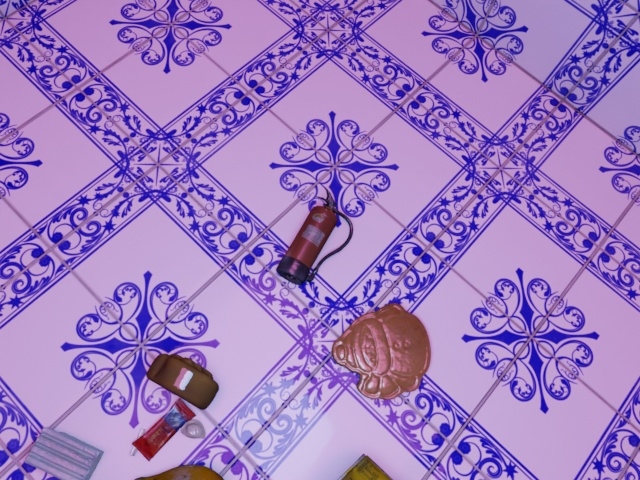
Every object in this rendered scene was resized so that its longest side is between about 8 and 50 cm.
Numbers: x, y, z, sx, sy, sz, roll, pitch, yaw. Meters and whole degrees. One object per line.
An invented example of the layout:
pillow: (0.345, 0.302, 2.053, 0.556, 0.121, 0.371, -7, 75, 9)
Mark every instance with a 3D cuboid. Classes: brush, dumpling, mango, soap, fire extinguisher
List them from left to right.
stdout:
soap: (-0.799, 0.675, 1.517, 0.198, 0.063, 0.115, 24, 68, 4)
brush: (-0.591, 0.653, 1.571, 0.016, 0.013, 0.084, 19, 62, -3)
mango: (-0.430, 0.782, 1.469, 0.316, 0.146, 0.193, 2, 62, 3)
dumpling: (-0.413, 0.616, 1.586, 0.077, 0.043, 0.060, 9, 50, 3)
fire extinguisher: (-0.008, -0.002, 1.832, 0.200, 0.113, 0.376, 42, 67, -35)

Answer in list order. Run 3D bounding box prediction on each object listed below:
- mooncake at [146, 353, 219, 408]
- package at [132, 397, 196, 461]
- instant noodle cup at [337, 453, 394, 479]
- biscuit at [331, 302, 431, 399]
mooncake: (-0.428, 0.449, 1.556, 0.234, 0.235, 0.117, 25, 67, 4)
package: (-0.507, 0.613, 1.577, 0.200, 0.022, 0.083, -43, 99, -15)
instant noodle cup: (0.129, 0.815, 1.428, 0.325, 0.326, 0.254, -39, 69, -17)
biscuit: (0.225, 0.396, 1.716, 0.351, 0.057, 0.312, -18, 71, -11)
